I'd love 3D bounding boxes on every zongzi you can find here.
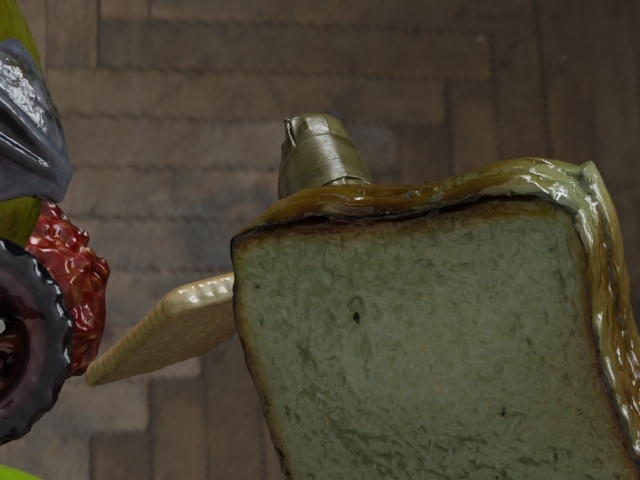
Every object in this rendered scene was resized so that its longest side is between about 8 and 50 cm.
[{"bbox_3d":[0.000,0.000,1.582,0.078,0.176,0.160,0,39,-11],"label":"zongzi"}]

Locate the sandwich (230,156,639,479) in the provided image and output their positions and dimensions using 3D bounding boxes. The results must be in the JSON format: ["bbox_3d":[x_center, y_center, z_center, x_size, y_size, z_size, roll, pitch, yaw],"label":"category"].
[{"bbox_3d":[0.090,0.081,1.391,0.099,0.301,0.271,-34,114,-57],"label":"sandwich"}]

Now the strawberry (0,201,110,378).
[{"bbox_3d":[-0.343,0.039,1.521,0.336,0.149,0.265,3,89,10],"label":"strawberry"}]

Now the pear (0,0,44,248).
[{"bbox_3d":[-0.254,-0.082,0.748,0.307,0.253,0.253,31,65,-39],"label":"pear"}]

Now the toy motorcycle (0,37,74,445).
[{"bbox_3d":[-0.161,-0.023,0.532,0.215,0.080,0.122,23,85,-11],"label":"toy motorcycle"}]

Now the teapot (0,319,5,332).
[{"bbox_3d":[-0.301,0.100,1.199,0.299,0.166,0.208,-42,96,-16],"label":"teapot"}]

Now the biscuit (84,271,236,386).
[{"bbox_3d":[-0.134,0.084,1.942,0.160,0.249,0.030,-16,76,-32],"label":"biscuit"}]

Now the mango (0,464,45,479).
[{"bbox_3d":[-0.362,0.289,1.856,0.343,0.192,0.156,20,104,-12],"label":"mango"}]
